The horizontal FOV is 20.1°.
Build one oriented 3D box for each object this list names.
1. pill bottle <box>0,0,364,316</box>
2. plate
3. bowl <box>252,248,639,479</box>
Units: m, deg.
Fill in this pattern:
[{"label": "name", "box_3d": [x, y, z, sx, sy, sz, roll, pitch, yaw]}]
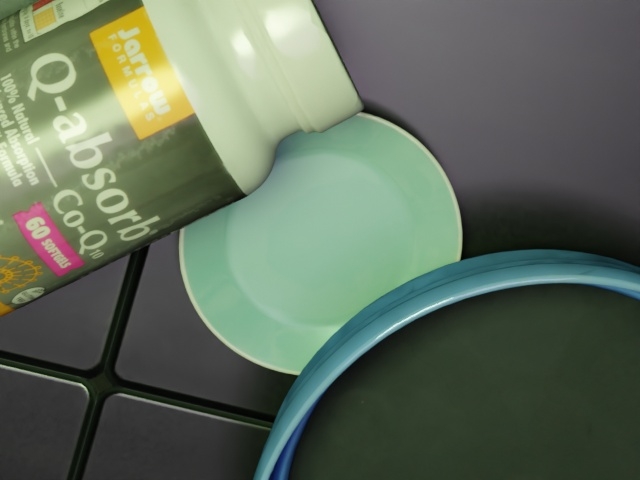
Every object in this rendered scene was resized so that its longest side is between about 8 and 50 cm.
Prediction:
[{"label": "pill bottle", "box_3d": [-0.126, -0.076, 1.082, 0.278, 0.162, 0.162, -26, 110, 4]}, {"label": "plate", "box_3d": [0.000, 0.000, 1.194, 0.188, 0.024, 0.188, -1, 109, -4]}, {"label": "bowl", "box_3d": [0.141, 0.186, 1.230, 0.391, 0.077, 0.391, -2, 114, -5]}]
